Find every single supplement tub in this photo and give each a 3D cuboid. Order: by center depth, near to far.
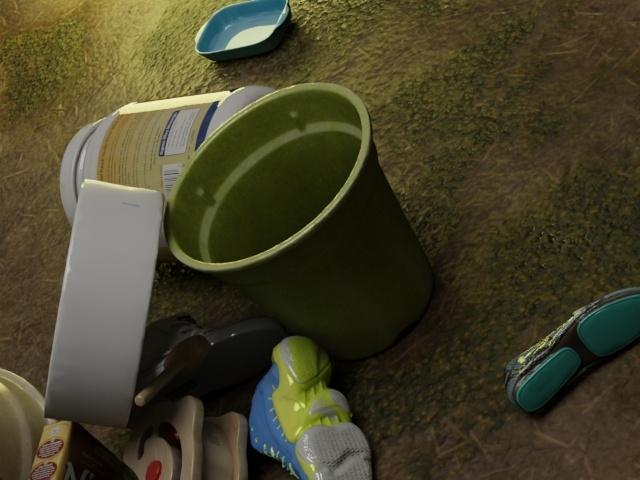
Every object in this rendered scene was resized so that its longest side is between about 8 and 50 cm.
[{"bbox_3d":[-0.177,-0.084,1.904,0.316,0.228,0.228,-3,50,37],"label":"supplement tub"}]

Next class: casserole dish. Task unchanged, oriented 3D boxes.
[{"bbox_3d":[-0.121,-0.339,2.275,0.188,0.037,0.114,-4,49,36],"label":"casserole dish"}]

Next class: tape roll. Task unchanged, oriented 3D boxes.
[{"bbox_3d":[-0.255,0.075,1.652,0.100,0.286,0.286,10,45,-8],"label":"tape roll"}]

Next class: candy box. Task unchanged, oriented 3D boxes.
[{"bbox_3d":[-0.306,0.323,1.695,0.053,0.109,0.186,-18,43,26],"label":"candy box"}]

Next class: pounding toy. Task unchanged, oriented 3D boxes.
[{"bbox_3d":[-0.185,0.249,1.610,0.154,0.155,0.269,-39,39,36],"label":"pounding toy"}]

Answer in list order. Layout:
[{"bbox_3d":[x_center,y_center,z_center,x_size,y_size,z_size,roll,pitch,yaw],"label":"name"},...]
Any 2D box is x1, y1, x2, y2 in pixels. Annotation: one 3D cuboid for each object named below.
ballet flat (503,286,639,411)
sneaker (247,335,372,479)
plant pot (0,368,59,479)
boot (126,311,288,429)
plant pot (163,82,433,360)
[{"bbox_3d":[0.269,0.105,1.484,0.188,0.070,0.070,-35,37,0],"label":"ballet flat"},{"bbox_3d":[-0.017,0.232,1.591,0.126,0.091,0.240,-52,38,36],"label":"sneaker"},{"bbox_3d":[-0.523,0.258,1.676,0.334,0.305,0.333,-9,63,17],"label":"plant pot"},{"bbox_3d":[-0.162,0.132,1.779,0.258,0.095,0.123,-28,46,16],"label":"boot"},{"bbox_3d":[0.000,0.000,1.652,0.276,0.254,0.276,-23,40,21],"label":"plant pot"}]
